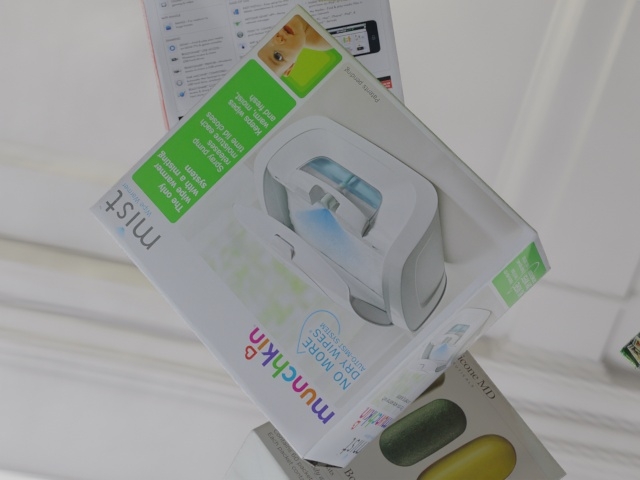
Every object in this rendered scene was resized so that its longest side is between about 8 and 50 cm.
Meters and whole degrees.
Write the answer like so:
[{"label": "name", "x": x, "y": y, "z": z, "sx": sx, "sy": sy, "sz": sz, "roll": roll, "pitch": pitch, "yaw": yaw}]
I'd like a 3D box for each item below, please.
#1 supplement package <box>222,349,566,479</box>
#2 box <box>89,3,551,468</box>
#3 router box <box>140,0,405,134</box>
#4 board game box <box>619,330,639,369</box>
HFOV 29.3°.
[{"label": "supplement package", "x": 0.061, "y": 0.257, "z": 1.236, "sx": 0.263, "sy": 0.198, "sz": 0.199, "roll": -23, "pitch": -115, "yaw": -35}, {"label": "box", "x": 0.000, "y": 0.000, "z": 0.937, "sx": 0.262, "sy": 0.231, "sz": 0.127, "roll": 47, "pitch": -178, "yaw": 20}, {"label": "router box", "x": -0.069, "y": -0.292, "z": 1.690, "sx": 0.336, "sy": 0.301, "sz": 0.082, "roll": -11, "pitch": -165, "yaw": -8}, {"label": "board game box", "x": 0.352, "y": 0.026, "z": 1.044, "sx": 0.136, "sy": 0.259, "sz": 0.030, "roll": -37, "pitch": -104, "yaw": -19}]
